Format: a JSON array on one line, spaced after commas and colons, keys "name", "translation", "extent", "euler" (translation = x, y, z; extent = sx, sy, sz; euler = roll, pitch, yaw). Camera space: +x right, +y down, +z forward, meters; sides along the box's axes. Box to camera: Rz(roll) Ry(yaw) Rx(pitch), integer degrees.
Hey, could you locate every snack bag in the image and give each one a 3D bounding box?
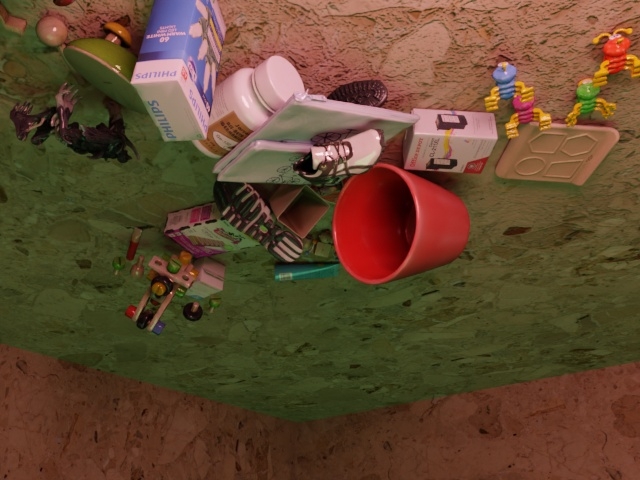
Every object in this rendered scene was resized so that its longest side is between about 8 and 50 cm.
[{"name": "snack bag", "translation": [-0.006, -0.189, 1.172], "extent": [0.323, 0.037, 0.342], "euler": [0, 162, -37]}]

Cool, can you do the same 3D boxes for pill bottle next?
[{"name": "pill bottle", "translation": [-0.148, -0.260, 1.123], "extent": [0.229, 0.131, 0.131], "euler": [-22, 142, 35]}]

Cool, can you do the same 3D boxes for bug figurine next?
[{"name": "bug figurine", "translation": [0.448, -0.290, 1.085], "extent": [0.279, 0.072, 0.216], "euler": [-10, 154, 13]}]

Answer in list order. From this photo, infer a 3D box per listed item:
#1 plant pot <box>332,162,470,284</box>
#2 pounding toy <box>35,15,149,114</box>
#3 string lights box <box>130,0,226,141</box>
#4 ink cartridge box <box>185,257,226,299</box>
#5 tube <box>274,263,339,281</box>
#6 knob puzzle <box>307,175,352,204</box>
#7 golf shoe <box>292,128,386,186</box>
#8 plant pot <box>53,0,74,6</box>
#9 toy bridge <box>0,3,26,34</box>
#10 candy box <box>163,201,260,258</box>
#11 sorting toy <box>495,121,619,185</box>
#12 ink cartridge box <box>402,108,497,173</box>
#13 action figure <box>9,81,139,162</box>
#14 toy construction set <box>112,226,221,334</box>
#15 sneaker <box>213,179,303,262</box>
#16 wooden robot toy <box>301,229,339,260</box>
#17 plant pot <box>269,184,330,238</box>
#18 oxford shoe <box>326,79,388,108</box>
[{"name": "plant pot", "translation": [0.205, -0.034, 1.357], "extent": [0.243, 0.275, 0.275], "euler": [2, 157, -40]}, {"name": "pounding toy", "translation": [-0.380, -0.341, 1.061], "extent": [0.237, 0.110, 0.183], "euler": [26, 167, 17]}, {"name": "string lights box", "translation": [-0.221, -0.303, 0.927], "extent": [0.077, 0.259, 0.133], "euler": [-2, 150, 8]}, {"name": "ink cartridge box", "translation": [-0.375, 0.119, 1.839], "extent": [0.143, 0.090, 0.092], "euler": [-23, 142, 35]}, {"name": "tube", "translation": [-0.043, 0.099, 1.826], "extent": [0.207, 0.052, 0.080], "euler": [-2, 155, -2]}, {"name": "knob puzzle", "translation": [0.058, -0.130, 1.435], "extent": [0.213, 0.030, 0.213], "euler": [2, 151, 1]}, {"name": "golf shoe", "translation": [0.033, -0.159, 1.104], "extent": [0.198, 0.077, 0.094], "euler": [-26, 158, 36]}, {"name": "plant pot", "translation": [-0.407, -0.436, 0.794], "extent": [0.174, 0.191, 0.191], "euler": [15, 149, -36]}, {"name": "toy bridge", "translation": [-0.541, -0.429, 0.968], "extent": [0.063, 0.026, 0.188], "euler": [14, 148, -14]}, {"name": "candy box", "translation": [-0.290, -0.032, 1.591], "extent": [0.233, 0.071, 0.159], "euler": [-13, 146, 24]}, {"name": "sorting toy", "translation": [0.520, -0.197, 1.281], "extent": [0.208, 0.038, 0.193], "euler": [8, 150, 0]}, {"name": "ink cartridge box", "translation": [0.272, -0.211, 1.234], "extent": [0.175, 0.072, 0.127], "euler": [3, 151, -1]}, {"name": "action figure", "translation": [-0.480, -0.236, 1.156], "extent": [0.276, 0.141, 0.164], "euler": [11, 174, 18]}, {"name": "toy construction set", "translation": [-0.449, 0.080, 1.630], "extent": [0.257, 0.309, 0.237], "euler": [-29, 157, -46]}, {"name": "sneaker", "translation": [-0.156, -0.068, 1.496], "extent": [0.106, 0.162, 0.281], "euler": [-41, 100, 15]}, {"name": "wooden robot toy", "translation": [0.000, 0.000, 1.654], "extent": [0.173, 0.076, 0.079], "euler": [12, 113, -16]}, {"name": "plant pot", "translation": [-0.063, -0.091, 1.422], "extent": [0.109, 0.096, 0.109], "euler": [-49, 134, 3]}, {"name": "oxford shoe", "translation": [0.051, -0.258, 1.183], "extent": [0.227, 0.083, 0.096], "euler": [-21, 162, 35]}]
